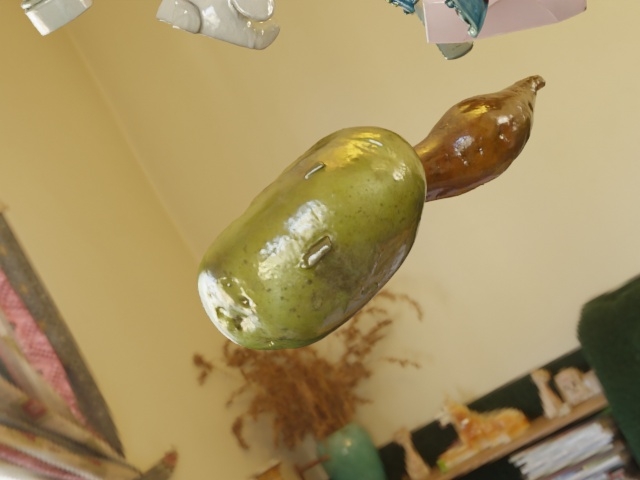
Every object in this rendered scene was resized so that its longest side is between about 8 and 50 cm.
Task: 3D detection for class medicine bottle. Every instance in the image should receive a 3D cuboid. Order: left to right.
[{"bbox_3d":[-0.305,-0.299,0.948,0.069,0.183,0.119,-30,25,0],"label":"medicine bottle"}]

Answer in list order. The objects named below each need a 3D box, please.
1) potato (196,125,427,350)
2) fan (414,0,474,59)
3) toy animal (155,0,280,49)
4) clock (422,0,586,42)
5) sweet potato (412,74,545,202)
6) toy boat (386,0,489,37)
[{"bbox_3d":[0.000,0.000,0.895,0.228,0.148,0.197,-40,-22,-38],"label":"potato"},{"bbox_3d":[0.187,-0.418,1.717,0.057,0.282,0.023,-30,-35,0],"label":"fan"},{"bbox_3d":[-0.174,-0.488,1.662,0.206,0.272,0.265,-16,-53,-62],"label":"toy animal"},{"bbox_3d":[0.284,-0.418,1.380,0.290,0.275,0.080,-8,-40,8],"label":"clock"},{"bbox_3d":[0.199,-0.127,1.250,0.359,0.112,0.112,-40,1,-31],"label":"sweet potato"},{"bbox_3d":[0.083,-0.221,0.807,0.061,0.137,0.060,-57,3,13],"label":"toy boat"}]
